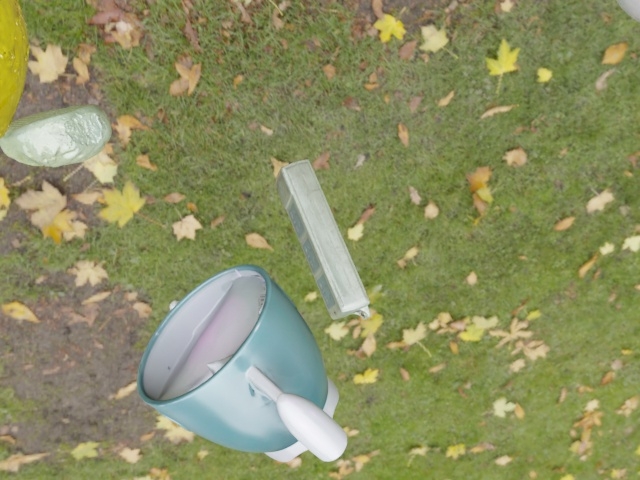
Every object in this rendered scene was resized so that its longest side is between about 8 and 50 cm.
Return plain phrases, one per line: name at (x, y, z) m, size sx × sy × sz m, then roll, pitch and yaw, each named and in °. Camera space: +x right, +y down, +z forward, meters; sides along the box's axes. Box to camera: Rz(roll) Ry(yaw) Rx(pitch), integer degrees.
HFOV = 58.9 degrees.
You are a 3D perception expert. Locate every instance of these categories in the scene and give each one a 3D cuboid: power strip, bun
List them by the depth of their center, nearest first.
power strip at (0.000, 0.000, 0.868) m, size 0.052 × 0.272 × 0.078 m, roll -19°, pitch 169°, yaw -17°
bun at (-0.529, -0.206, 1.146) m, size 0.221 × 0.221 × 0.109 m, roll -16°, pitch 113°, yaw -10°

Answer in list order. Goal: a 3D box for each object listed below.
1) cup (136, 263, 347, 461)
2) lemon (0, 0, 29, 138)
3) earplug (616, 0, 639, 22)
cup at (-0.071, 0.142, 0.594) m, size 0.167 × 0.299 × 0.173 m, roll -48°, pitch 123°, yaw -15°
lemon at (-0.239, -0.102, 0.266) m, size 0.173 × 0.206 × 0.174 m, roll 1°, pitch 105°, yaw 5°
earplug at (0.232, -0.249, 0.273) m, size 0.172 × 0.172 × 0.301 m, roll -12°, pitch 138°, yaw -15°
